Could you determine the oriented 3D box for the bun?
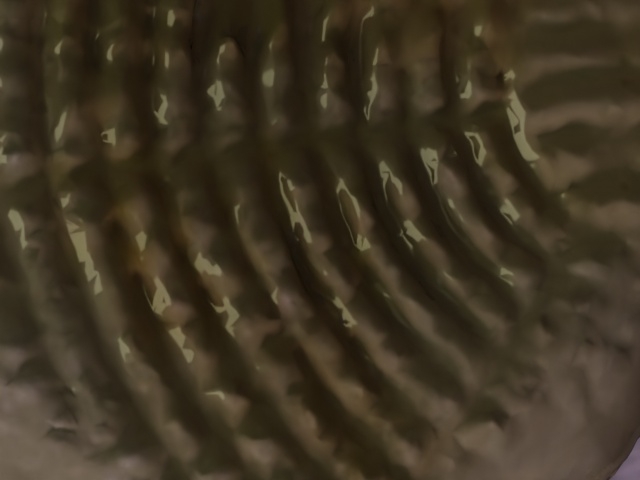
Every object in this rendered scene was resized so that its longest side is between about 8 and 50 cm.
[{"bbox_3d":[-0.040,-0.048,0.666,0.202,0.364,0.364,154,109,-69],"label":"bun"}]
